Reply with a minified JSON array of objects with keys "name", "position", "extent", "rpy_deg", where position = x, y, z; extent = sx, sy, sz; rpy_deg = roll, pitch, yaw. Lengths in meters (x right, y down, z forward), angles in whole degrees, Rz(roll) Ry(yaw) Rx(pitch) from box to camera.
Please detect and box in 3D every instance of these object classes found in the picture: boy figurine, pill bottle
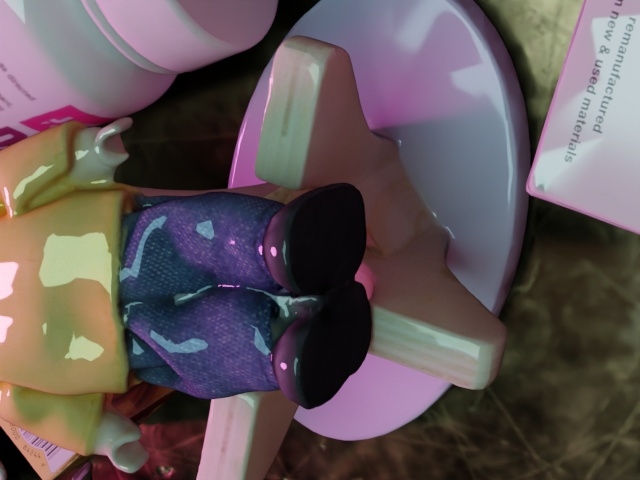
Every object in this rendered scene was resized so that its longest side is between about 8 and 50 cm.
[{"name":"boy figurine","position":[-0.120,0.028,0.841],"extent":[0.285,0.092,0.177],"rpy_deg":[1,106,27]},{"name":"pill bottle","position":[-0.176,-0.132,0.958],"extent":[0.283,0.160,0.160],"rpy_deg":[-15,97,31]}]

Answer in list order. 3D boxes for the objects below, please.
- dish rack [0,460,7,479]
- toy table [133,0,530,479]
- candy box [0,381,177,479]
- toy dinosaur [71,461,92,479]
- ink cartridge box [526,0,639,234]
[{"name":"dish rack","position":[-0.380,0.062,1.104],"extent":[0.333,0.072,0.285],"rpy_deg":[-2,142,26]},{"name":"toy table","position":[0.000,0.000,0.917],"extent":[0.252,0.161,0.274],"rpy_deg":[7,108,24]},{"name":"candy box","position":[-0.182,0.046,1.043],"extent":[0.187,0.109,0.053],"rpy_deg":[49,117,6]},{"name":"toy dinosaur","position":[-0.218,0.265,1.046],"extent":[0.322,0.218,0.164],"rpy_deg":[-123,24,-48]},{"name":"ink cartridge box","position":[0.277,-0.045,0.736],"extent":[0.307,0.223,0.129],"rpy_deg":[22,111,19]}]
